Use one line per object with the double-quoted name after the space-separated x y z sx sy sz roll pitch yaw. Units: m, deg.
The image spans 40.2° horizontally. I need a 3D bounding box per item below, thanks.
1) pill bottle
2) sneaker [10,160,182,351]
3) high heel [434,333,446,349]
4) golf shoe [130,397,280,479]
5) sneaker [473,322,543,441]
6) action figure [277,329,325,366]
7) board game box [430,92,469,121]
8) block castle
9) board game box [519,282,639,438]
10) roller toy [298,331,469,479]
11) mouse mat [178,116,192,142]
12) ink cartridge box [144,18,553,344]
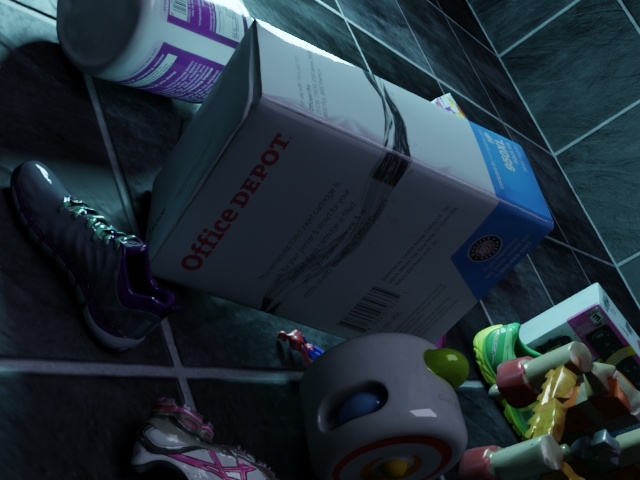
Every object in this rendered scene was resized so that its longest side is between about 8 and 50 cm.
-0.196 -0.280 1.198 0.301 0.169 0.169 5 55 -59 "pill bottle"
-0.224 -0.002 0.896 0.223 0.098 0.083 57 25 1 "sneaker"
0.149 0.158 1.405 0.377 0.127 0.181 -34 117 -68 "high heel"
-0.113 0.236 0.866 0.186 0.067 0.086 43 55 -27 "golf shoe"
0.399 0.284 1.623 0.295 0.123 0.109 56 25 -3 "sneaker"
-0.012 0.151 1.172 0.115 0.030 0.038 36 26 -27 "action figure"
0.301 -0.176 1.978 0.275 0.142 0.144 55 25 -1 "board game box"
0.445 0.414 1.441 0.453 0.213 0.303 45 44 -9 "block castle"
0.566 0.273 1.815 0.303 0.224 0.097 49 25 -12 "board game box"
0.074 0.219 1.056 0.191 0.209 0.146 2 49 -17 "roller toy"
-0.135 -0.083 1.261 0.190 0.007 0.152 40 29 -31 "mouse mat"
0.026 -0.043 1.053 0.395 0.285 0.166 21 39 -25 "ink cartridge box"
